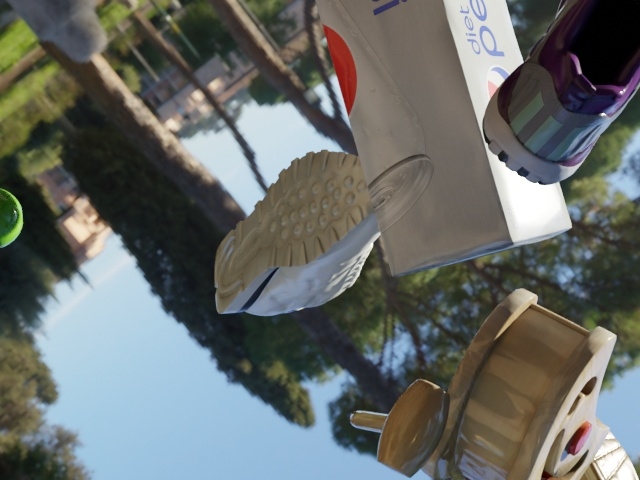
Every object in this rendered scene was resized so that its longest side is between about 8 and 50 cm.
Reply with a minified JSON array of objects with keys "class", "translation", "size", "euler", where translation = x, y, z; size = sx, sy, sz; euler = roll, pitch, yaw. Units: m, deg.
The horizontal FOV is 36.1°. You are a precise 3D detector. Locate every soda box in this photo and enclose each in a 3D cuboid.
[{"class":"soda box","translation":[0.070,-0.127,0.663],"size":[0.098,0.286,0.091],"euler":[-17,176,38]}]

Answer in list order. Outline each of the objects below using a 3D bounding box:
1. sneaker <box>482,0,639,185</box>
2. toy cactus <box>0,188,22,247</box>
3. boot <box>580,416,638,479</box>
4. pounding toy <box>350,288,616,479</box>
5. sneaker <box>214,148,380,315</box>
[{"class":"sneaker","translation":[0.177,-0.129,0.550],"size":[0.223,0.083,0.098],"euler":[-57,-178,-26]},{"class":"toy cactus","translation":[-0.253,0.001,0.487],"size":[0.219,0.112,0.180],"euler":[-31,-130,17]},{"class":"boot","translation":[0.312,0.355,1.233],"size":[0.095,0.262,0.203],"euler":[-9,155,-49]},{"class":"pounding toy","translation":[0.125,0.112,0.743],"size":[0.154,0.155,0.269],"euler":[-60,151,-3]},{"class":"sneaker","translation":[0.000,0.000,0.784],"size":[0.235,0.095,0.090],"euler":[-33,-130,53]}]
